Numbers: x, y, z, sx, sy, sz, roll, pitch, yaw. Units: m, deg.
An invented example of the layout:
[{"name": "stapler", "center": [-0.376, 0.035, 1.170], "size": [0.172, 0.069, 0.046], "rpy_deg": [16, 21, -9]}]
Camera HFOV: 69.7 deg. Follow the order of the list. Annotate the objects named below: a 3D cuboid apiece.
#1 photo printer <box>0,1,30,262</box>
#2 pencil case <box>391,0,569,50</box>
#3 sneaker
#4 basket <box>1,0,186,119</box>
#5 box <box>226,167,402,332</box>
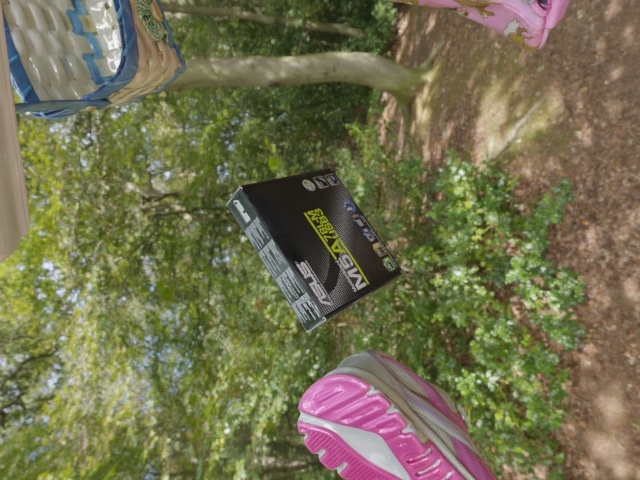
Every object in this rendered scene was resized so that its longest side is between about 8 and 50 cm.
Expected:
[{"name": "photo printer", "center": [-0.326, -0.151, 0.312], "size": [0.107, 0.256, 0.307], "rpy_deg": [-40, -21, -48]}, {"name": "pencil case", "center": [0.088, -0.336, 0.511], "size": [0.167, 0.387, 0.159], "rpy_deg": [-27, -46, -84]}, {"name": "sneaker", "center": [0.096, 0.186, 0.384], "size": [0.252, 0.103, 0.111], "rpy_deg": [53, -155, -3]}, {"name": "basket", "center": [-0.308, -0.266, 0.511], "size": [0.289, 0.201, 0.254], "rpy_deg": [-34, -73, -60]}, {"name": "box", "center": [0.000, 0.000, 0.602], "size": [0.184, 0.190, 0.045], "rpy_deg": [-19, -18, -50]}]
